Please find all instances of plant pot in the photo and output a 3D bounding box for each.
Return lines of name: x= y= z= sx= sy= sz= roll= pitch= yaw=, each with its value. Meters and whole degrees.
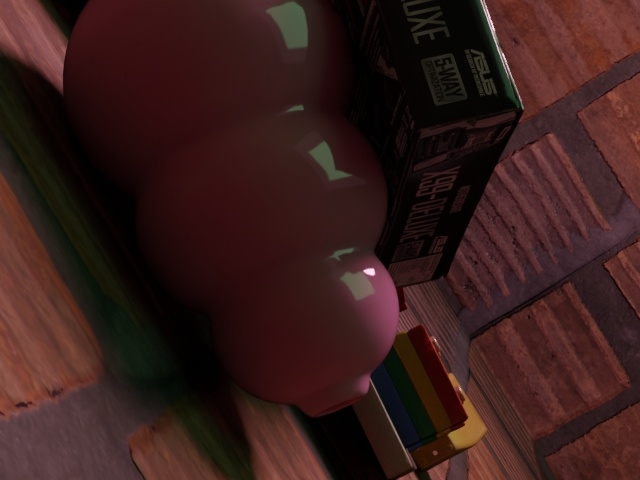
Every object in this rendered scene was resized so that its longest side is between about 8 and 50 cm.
plant pot: x=0.125 y=0.210 z=1.524 sx=0.081 sy=0.081 sz=0.083 roll=58 pitch=19 yaw=-2

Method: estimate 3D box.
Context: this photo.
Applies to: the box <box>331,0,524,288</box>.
box: x=0.052 y=-0.125 z=1.053 sx=0.307 sy=0.076 sz=0.242 roll=102 pitch=-26 yaw=-66

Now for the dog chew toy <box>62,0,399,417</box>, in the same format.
dog chew toy: x=-0.049 y=-0.038 z=0.952 sx=0.206 sy=0.206 sz=0.332 roll=32 pitch=36 yaw=-74

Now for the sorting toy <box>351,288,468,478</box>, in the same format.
sorting toy: x=0.050 y=0.084 z=1.264 sx=0.255 sy=0.089 sz=0.257 roll=64 pitch=0 yaw=11
